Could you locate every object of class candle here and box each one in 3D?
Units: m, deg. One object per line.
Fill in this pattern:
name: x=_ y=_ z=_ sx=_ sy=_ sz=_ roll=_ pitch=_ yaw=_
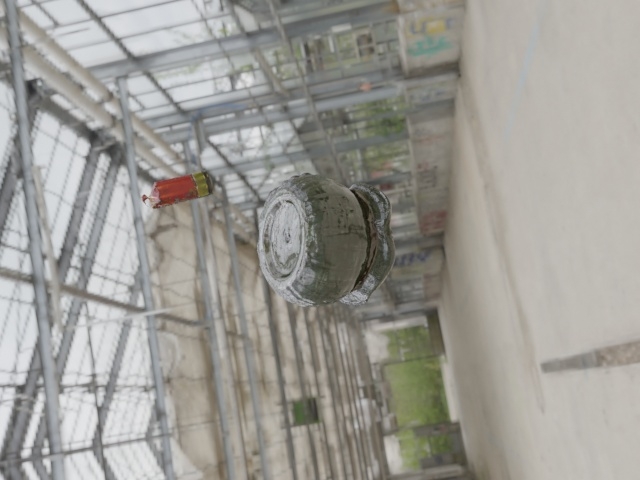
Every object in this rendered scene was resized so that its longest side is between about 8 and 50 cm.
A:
candle: x=-0.269 y=-0.093 z=1.567 sx=0.052 sy=0.131 sz=0.052 roll=164 pitch=90 yaw=-75

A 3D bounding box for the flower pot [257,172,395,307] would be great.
flower pot: x=0.000 y=0.000 z=1.784 sx=0.302 sy=0.213 sz=0.301 roll=-12 pitch=76 yaw=59
